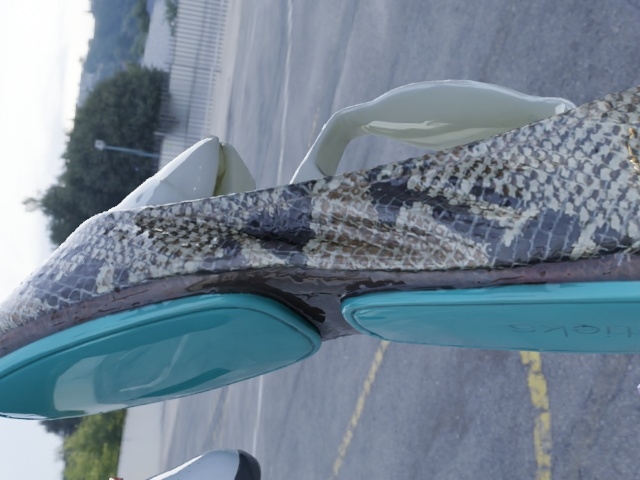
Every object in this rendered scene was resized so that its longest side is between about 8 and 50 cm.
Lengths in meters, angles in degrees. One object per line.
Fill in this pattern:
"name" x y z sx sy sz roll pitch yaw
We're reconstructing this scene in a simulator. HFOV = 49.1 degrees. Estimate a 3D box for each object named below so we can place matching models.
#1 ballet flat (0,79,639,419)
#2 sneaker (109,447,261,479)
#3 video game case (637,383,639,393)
"ballet flat" 0.000 0.000 0.440 0.164 0.482 0.182 50 -146 -57
"sneaker" -0.175 0.179 0.401 0.270 0.145 0.090 -40 8 -1
"video game case" 0.498 0.127 0.743 0.232 0.210 0.042 14 143 57
